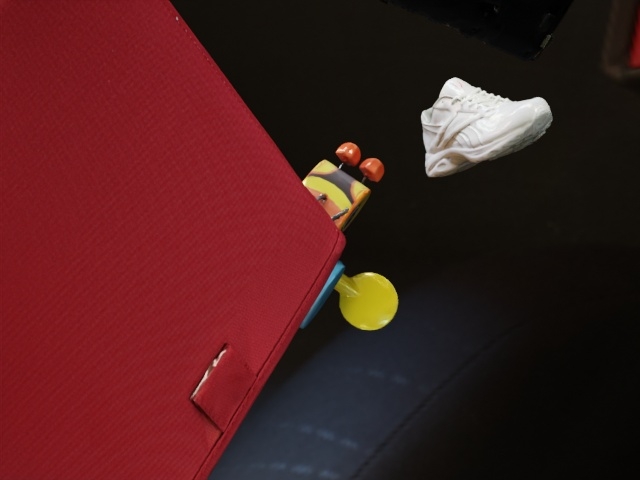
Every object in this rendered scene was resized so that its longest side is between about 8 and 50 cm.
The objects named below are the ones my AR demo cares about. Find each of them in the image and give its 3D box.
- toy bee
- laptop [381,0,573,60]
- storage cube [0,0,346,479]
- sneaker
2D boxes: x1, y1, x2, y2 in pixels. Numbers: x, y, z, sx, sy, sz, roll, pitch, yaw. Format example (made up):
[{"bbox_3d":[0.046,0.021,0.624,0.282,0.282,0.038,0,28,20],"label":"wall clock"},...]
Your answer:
[{"bbox_3d":[0.000,0.000,1.351,0.195,0.162,0.298,47,146,-11],"label":"toy bee"},{"bbox_3d":[0.090,-0.210,0.621,0.136,0.264,0.234,41,108,34],"label":"laptop"},{"bbox_3d":[-0.142,0.004,0.592,0.184,0.215,0.193,4,141,44],"label":"storage cube"},{"bbox_3d":[0.194,-0.154,1.883,0.232,0.090,0.115,-19,91,54],"label":"sneaker"}]
